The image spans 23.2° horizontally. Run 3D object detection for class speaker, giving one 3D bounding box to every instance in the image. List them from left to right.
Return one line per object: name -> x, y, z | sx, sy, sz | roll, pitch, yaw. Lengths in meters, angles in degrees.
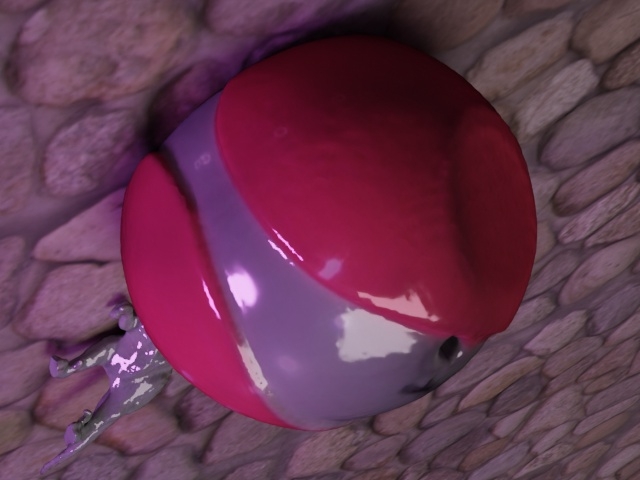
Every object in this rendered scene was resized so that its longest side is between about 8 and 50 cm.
speaker -> 0.000, 0.000, 1.110 | 0.294, 0.294, 0.294 | -25, 156, -12

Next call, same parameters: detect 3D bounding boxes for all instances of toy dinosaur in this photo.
toy dinosaur -> -0.156, 0.114, 1.294 | 0.167, 0.053, 0.242 | -16, 145, -45
